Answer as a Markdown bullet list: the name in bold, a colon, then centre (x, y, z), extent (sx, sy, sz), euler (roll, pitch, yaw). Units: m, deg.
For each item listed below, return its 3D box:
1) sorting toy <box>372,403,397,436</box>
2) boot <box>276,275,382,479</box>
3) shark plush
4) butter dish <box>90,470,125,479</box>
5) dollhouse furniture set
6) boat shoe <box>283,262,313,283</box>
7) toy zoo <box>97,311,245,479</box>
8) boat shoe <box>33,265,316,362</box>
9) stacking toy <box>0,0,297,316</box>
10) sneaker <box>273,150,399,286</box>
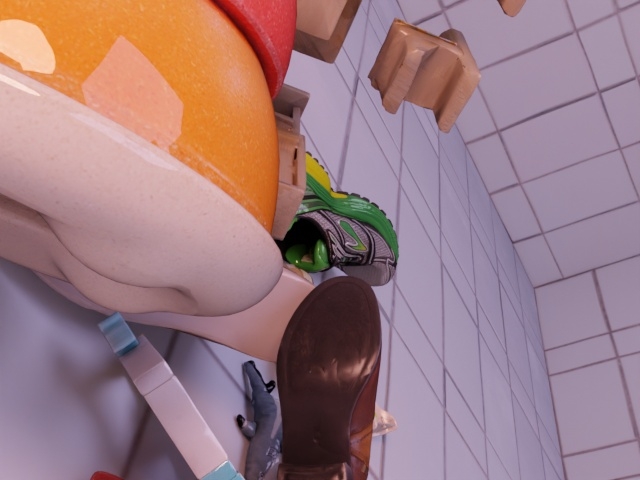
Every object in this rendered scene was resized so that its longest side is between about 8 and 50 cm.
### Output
- **sorting toy**: centre (0.073, 0.259, 1.222), extent (0.083, 0.045, 0.075), euler (28, 38, -59)
- **boot**: centre (0.025, 0.204, 0.819), extent (0.280, 0.096, 0.264), euler (74, 14, -61)
- **shark plush**: centre (-0.064, 0.210, 0.913), extent (0.067, 0.073, 0.161), euler (10, 63, -32)
- **butter dish**: centre (-0.112, 0.274, 0.642), extent (0.160, 0.118, 0.160), euler (49, 29, -41)
- **dollhouse furniture set**: centre (-0.035, -0.242, 0.844), extent (0.362, 0.394, 0.256), euler (18, 33, -14)
- **boat shoe**: centre (-0.046, 0.104, 1.049), extent (0.072, 0.068, 0.190), euler (37, 27, -35)
- **toy zoo**: centre (-0.098, 0.186, 0.685), extent (0.293, 0.030, 0.192), euler (58, -15, -4)
- **boat shoe**: centre (-0.163, 0.015, 0.787), extent (0.340, 0.127, 0.158), euler (33, -3, -32)
- **stacking toy**: centre (-0.124, -0.216, 0.520), extent (0.350, 0.350, 0.480), euler (40, 65, -52)
- **sneaker**: centre (0.000, 0.000, 1.186), extent (0.343, 0.134, 0.146), euler (32, 48, -44)
